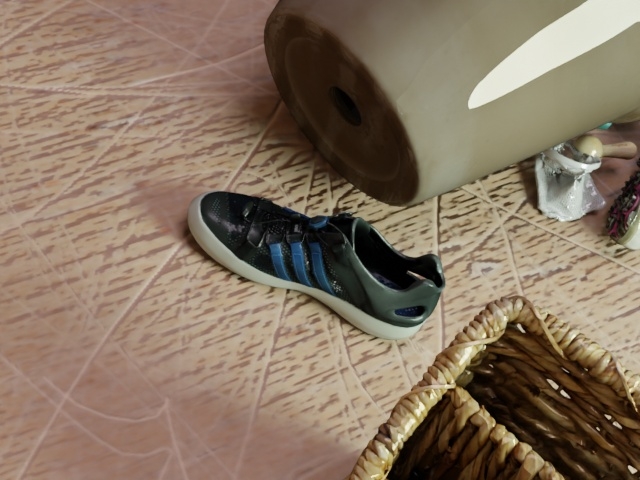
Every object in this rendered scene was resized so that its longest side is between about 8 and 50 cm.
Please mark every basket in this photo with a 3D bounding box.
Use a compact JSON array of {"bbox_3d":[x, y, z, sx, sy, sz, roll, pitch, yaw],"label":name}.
[{"bbox_3d":[0.143,0.224,1.122,0.299,0.223,0.213,40,43,7],"label":"basket"}]

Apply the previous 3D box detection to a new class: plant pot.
[{"bbox_3d":[0.116,-0.182,1.439,0.280,0.323,0.323,-38,73,-19],"label":"plant pot"}]

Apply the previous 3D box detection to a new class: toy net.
[{"bbox_3d":[0.245,-0.116,1.595,0.122,0.045,0.232,39,53,-4],"label":"toy net"}]

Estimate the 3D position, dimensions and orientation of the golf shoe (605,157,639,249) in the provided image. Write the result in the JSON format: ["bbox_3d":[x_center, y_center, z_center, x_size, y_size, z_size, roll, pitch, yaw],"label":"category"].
[{"bbox_3d":[0.317,-0.043,1.587,0.086,0.067,0.186,39,43,2],"label":"golf shoe"}]

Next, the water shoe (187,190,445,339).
[{"bbox_3d":[0.000,0.000,1.350,0.203,0.080,0.073,25,42,-8],"label":"water shoe"}]
